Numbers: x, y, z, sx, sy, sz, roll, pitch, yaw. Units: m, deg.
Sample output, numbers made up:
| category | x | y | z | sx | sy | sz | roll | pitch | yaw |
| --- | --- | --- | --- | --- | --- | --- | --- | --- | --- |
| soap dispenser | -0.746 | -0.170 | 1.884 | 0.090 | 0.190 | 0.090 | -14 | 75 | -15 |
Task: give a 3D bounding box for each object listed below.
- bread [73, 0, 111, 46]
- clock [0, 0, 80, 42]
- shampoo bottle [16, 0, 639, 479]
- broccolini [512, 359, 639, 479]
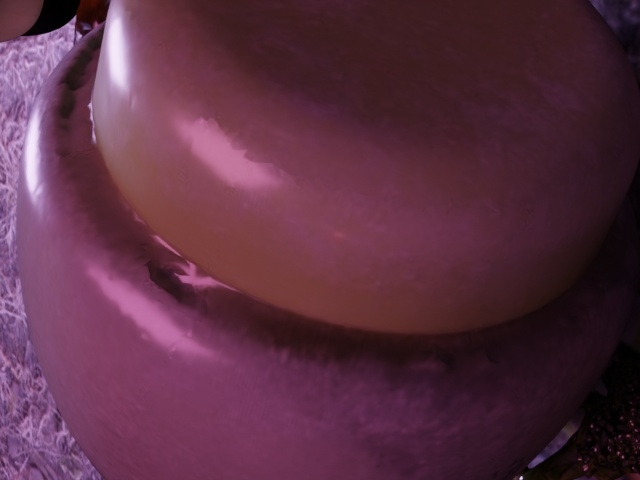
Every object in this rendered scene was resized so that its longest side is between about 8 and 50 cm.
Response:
| category | x | y | z | sx | sy | sz | roll | pitch | yaw |
| --- | --- | --- | --- | --- | --- | --- | --- | --- | --- |
| bread | -0.097 | -0.102 | 1.017 | 0.210 | 0.110 | 0.192 | 7 | 104 | 50 |
| clock | -0.340 | -0.319 | 1.155 | 0.379 | 0.276 | 0.120 | 55 | 134 | 24 |
| shampoo bottle | 0.000 | 0.000 | 0.749 | 0.322 | 0.322 | 0.317 | 54 | 143 | 30 |
| broccolini | 0.132 | 0.145 | 0.824 | 0.216 | 0.067 | 0.058 | -50 | 33 | 46 |
